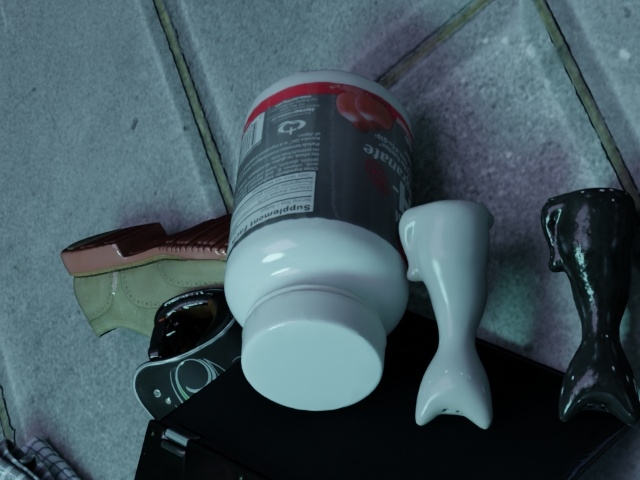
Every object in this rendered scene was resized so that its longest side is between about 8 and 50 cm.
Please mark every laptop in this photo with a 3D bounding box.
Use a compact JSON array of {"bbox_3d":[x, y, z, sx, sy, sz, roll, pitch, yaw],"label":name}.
[{"bbox_3d":[0.033,0.283,1.629,0.382,0.236,0.407,21,99,40],"label":"laptop"}]

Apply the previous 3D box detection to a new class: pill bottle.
[{"bbox_3d":[0.000,0.000,1.689,0.176,0.176,0.318,-33,36,33],"label":"pill bottle"}]

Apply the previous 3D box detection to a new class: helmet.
[{"bbox_3d":[-0.110,0.148,1.839,0.169,0.161,0.169,-21,29,12],"label":"helmet"}]

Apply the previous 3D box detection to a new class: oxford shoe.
[{"bbox_3d":[-0.132,0.046,1.939,0.348,0.123,0.130,-4,105,40],"label":"oxford shoe"}]

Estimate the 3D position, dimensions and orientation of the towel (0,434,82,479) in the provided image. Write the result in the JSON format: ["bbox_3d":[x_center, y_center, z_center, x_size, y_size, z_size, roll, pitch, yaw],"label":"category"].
[{"bbox_3d":[-0.364,0.395,2.040,0.235,0.121,0.283,40,107,40],"label":"towel"}]

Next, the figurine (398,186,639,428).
[{"bbox_3d":[0.181,0.068,1.586,0.215,0.092,0.209,-4,75,13],"label":"figurine"}]
